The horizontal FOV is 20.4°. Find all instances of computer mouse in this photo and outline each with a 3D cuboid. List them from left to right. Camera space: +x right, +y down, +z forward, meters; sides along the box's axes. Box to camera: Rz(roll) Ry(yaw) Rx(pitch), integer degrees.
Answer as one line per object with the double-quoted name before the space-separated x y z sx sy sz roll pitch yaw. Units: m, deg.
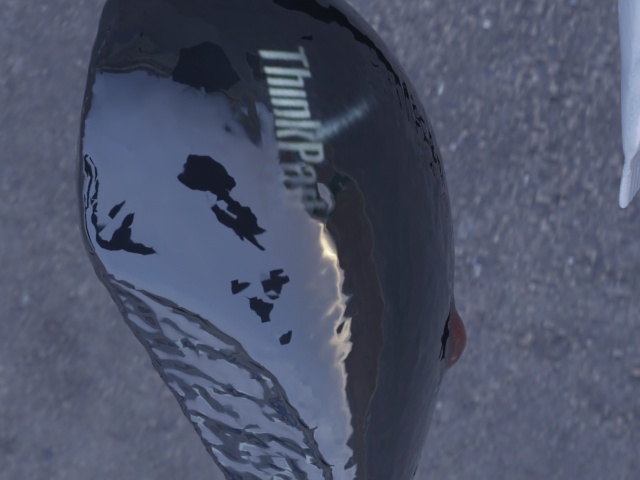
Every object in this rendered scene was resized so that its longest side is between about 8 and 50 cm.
"computer mouse" 0.000 0.000 0.702 0.100 0.170 0.269 1 143 22

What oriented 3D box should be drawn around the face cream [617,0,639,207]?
"face cream" 0.184 -0.245 0.885 0.137 0.235 0.420 13 135 23
